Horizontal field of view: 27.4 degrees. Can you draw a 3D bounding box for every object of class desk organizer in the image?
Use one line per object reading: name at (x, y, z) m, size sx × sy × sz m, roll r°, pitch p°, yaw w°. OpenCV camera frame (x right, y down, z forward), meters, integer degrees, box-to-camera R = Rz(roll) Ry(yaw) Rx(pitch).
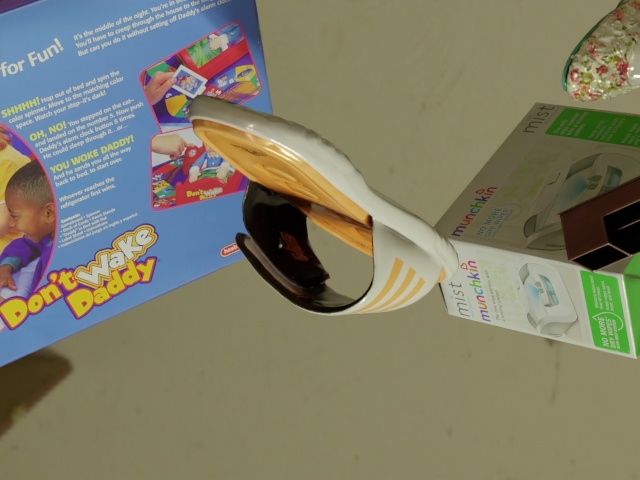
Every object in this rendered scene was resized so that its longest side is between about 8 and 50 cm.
desk organizer at (0.286, -0.021, 1.197) m, size 0.130 × 0.050 × 0.047 m, roll -27°, pitch 145°, yaw 35°

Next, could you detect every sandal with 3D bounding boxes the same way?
sandal at (-0.009, -0.004, 0.724) m, size 0.102 × 0.076 × 0.265 m, roll 21°, pitch 174°, yaw 29°

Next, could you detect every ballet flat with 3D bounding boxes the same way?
ballet flat at (0.325, -0.200, 1.239) m, size 0.077 × 0.091 × 0.241 m, roll 27°, pitch -127°, yaw 36°

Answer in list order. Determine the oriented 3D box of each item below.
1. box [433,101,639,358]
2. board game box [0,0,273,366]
box at (0.285, -0.019, 1.432) m, size 0.231 × 0.127 × 0.262 m, roll 13°, pitch -134°, yaw 36°
board game box at (-0.196, -0.045, 0.807) m, size 0.347 × 0.233 × 0.078 m, roll -24°, pitch -140°, yaw -20°
